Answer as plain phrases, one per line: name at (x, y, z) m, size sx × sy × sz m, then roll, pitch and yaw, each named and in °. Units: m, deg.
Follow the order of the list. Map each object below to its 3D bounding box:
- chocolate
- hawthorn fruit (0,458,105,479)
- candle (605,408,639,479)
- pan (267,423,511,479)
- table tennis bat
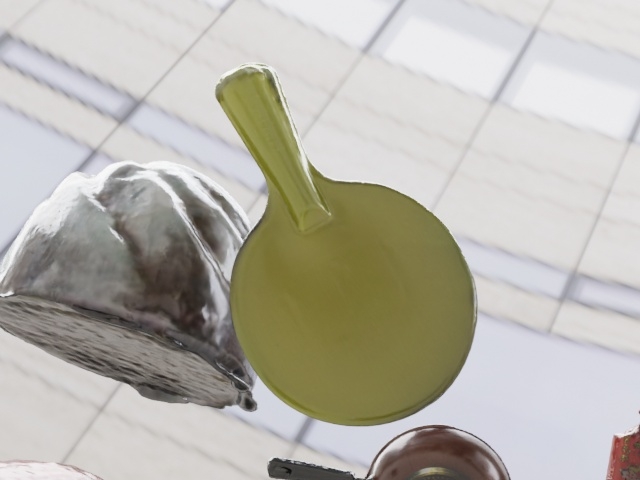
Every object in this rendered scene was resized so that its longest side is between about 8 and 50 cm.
chocolate at (-0.177, 0.028, 1.814) m, size 0.303 × 0.213 × 0.303 m, roll 18°, pitch -16°, yaw 5°
hawthorn fruit at (-0.250, 0.310, 1.266) m, size 0.285 × 0.285 × 0.369 m, roll 48°, pitch -36°, yaw -11°
candle at (0.259, 0.199, 1.439) m, size 0.052 × 0.052 × 0.131 m, roll 11°, pitch -99°, yaw 17°
pan at (0.030, 0.116, 0.802) m, size 0.115 × 0.023 × 0.068 m, roll 7°, pitch -74°, yaw 8°
table tennis bat at (0.000, 0.000, 1.638) m, size 0.369 × 0.224 × 0.054 m, roll 62°, pitch -8°, yaw 11°
